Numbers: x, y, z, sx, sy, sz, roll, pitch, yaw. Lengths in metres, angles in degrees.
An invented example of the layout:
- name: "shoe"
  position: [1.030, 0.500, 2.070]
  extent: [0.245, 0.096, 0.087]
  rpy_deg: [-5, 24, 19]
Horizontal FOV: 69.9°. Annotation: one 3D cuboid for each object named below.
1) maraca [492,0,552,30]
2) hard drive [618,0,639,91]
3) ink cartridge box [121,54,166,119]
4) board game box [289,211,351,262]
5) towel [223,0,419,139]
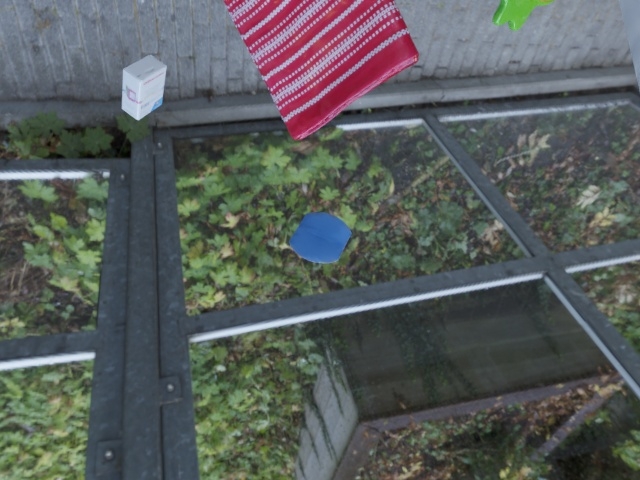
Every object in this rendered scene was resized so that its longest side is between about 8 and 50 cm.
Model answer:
- name: "maraca"
  position: [0.257, -0.316, 0.498]
  extent: [0.185, 0.099, 0.127]
  rpy_deg: [-41, 140, 2]
- name: "hard drive"
  position: [0.232, -0.250, 0.311]
  extent: [0.040, 0.319, 0.210]
  rpy_deg: [-10, 169, 25]
- name: "ink cartridge box"
  position: [-0.413, -0.358, 1.072]
  extent: [0.052, 0.089, 0.122]
  rpy_deg: [36, 141, -1]
- name: "board game box"
  position: [0.000, 0.000, 1.184]
  extent: [0.133, 0.169, 0.033]
  rpy_deg: [22, 141, 9]
- name: "towel"
  position: [-0.022, -0.286, 0.556]
  extent: [0.198, 0.275, 0.031]
  rpy_deg: [-25, -176, 31]
